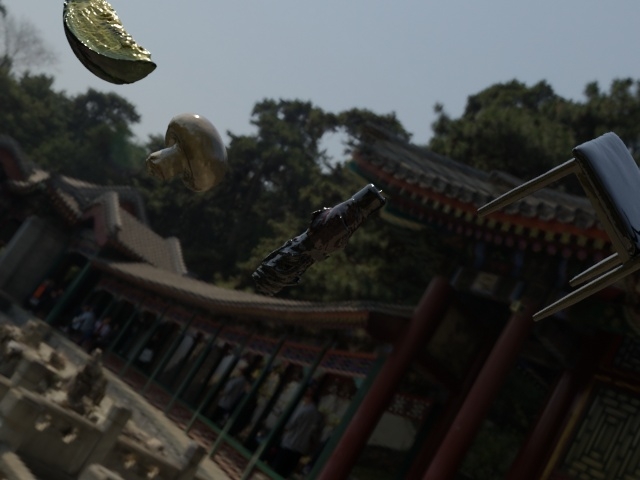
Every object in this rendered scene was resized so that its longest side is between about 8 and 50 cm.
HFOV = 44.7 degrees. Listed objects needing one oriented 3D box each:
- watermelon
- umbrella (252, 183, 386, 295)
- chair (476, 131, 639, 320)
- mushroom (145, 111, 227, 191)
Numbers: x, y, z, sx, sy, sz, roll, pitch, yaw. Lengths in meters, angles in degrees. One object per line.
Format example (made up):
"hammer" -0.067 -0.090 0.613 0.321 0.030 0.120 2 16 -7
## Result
"watermelon" -0.472 -0.434 1.670 0.301 0.129 0.123 51 -14 26
"umbrella" 0.000 0.000 1.611 0.094 0.326 0.090 56 6 22
"chair" 0.362 -0.046 0.942 0.272 0.188 0.166 -30 -94 36
"mushroom" -0.339 -0.210 1.943 0.204 0.204 0.204 30 -13 8
